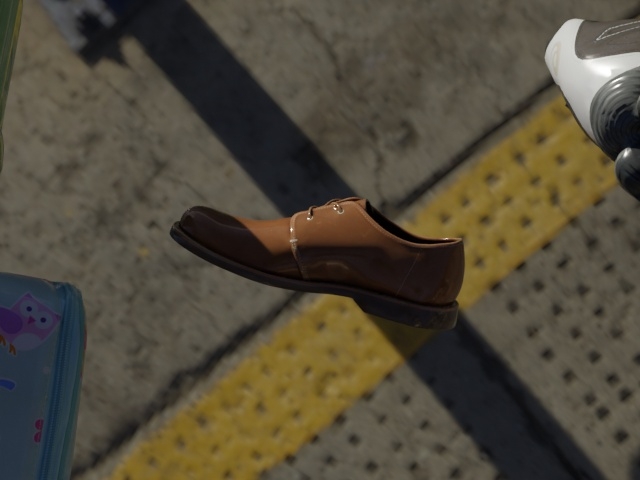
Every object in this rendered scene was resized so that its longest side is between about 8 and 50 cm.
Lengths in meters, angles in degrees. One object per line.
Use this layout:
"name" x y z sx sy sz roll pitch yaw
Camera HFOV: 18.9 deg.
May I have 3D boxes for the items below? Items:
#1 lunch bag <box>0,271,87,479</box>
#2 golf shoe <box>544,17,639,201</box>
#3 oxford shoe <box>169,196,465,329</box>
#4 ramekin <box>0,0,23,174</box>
"lunch bag" -0.242 0.142 1.325 0.108 0.279 0.224 9 77 -18
"golf shoe" 0.173 -0.059 0.744 0.094 0.198 0.077 47 122 42
"oxford shoe" 0.000 0.000 1.358 0.212 0.076 0.076 13 105 3
"ramekin" -0.354 -0.149 1.343 0.303 0.303 0.148 5 74 25
